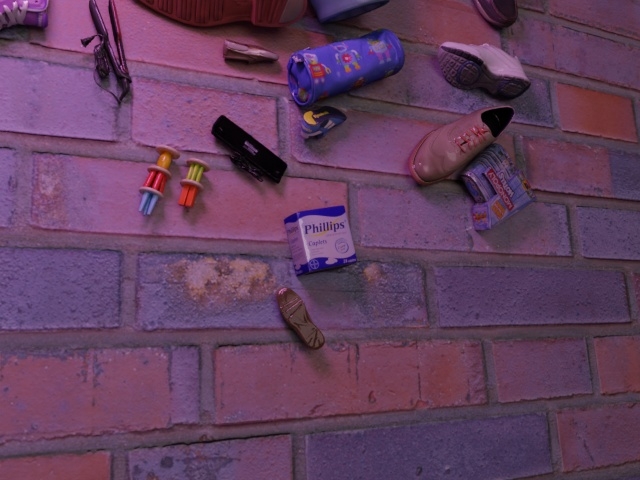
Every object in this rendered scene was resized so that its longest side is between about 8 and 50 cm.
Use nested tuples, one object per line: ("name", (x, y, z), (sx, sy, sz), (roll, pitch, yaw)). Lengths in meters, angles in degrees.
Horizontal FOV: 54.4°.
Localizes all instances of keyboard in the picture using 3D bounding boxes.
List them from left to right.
("keyboard", (-0.168, -0.192, 1.396), (0.192, 0.038, 0.100), (36, 42, -13))

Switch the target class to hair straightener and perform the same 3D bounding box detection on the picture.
("hair straightener", (-0.454, -0.397, 1.298), (0.088, 0.047, 0.231), (-11, 88, -27))

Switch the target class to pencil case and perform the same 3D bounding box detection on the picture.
("pencil case", (0.056, -0.424, 1.501), (0.306, 0.119, 0.133), (-25, 81, -28))

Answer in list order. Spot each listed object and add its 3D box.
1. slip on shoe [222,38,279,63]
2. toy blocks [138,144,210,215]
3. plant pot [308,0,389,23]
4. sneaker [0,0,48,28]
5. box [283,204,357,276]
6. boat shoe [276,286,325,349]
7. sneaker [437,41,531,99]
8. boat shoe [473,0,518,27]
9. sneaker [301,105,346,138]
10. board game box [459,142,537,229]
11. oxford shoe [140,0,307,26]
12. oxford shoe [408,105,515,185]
("slip on shoe", (-0.162, -0.430, 1.444), (0.135, 0.051, 0.041), (3, 117, -33))
("toy blocks", (-0.306, -0.108, 1.290), (0.123, 0.054, 0.148), (22, 69, -19))
("plant pot", (0.051, -0.670, 1.488), (0.271, 0.271, 0.256), (-24, 104, -28))
("sneaker", (-0.620, -0.436, 1.192), (0.161, 0.102, 0.282), (31, 67, -19))
("box", (0.000, 0.000, 1.402), (0.126, 0.072, 0.137), (-10, 82, -28))
("boat shoe", (-0.047, 0.172, 1.361), (0.056, 0.048, 0.153), (-38, 89, -15))
("sneaker", (0.444, -0.487, 1.726), (0.296, 0.111, 0.130), (13, 57, -26))
("boat shoe", (0.499, -0.794, 1.792), (0.132, 0.130, 0.356), (-13, 84, -27))
("sneaker", (0.004, -0.281, 1.484), (0.144, 0.059, 0.053), (-23, 57, -43))
("board game box", (0.459, -0.127, 1.644), (0.194, 0.060, 0.194), (-44, 110, -25))
("oxford shoe", (-0.235, -0.578, 1.415), (0.396, 0.141, 0.147), (4, 46, -20))
("oxford shoe", (0.365, -0.262, 1.604), (0.348, 0.130, 0.123), (-39, 96, -28))
